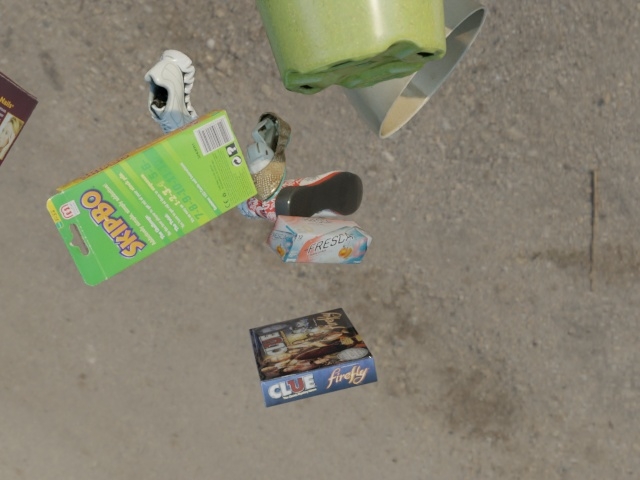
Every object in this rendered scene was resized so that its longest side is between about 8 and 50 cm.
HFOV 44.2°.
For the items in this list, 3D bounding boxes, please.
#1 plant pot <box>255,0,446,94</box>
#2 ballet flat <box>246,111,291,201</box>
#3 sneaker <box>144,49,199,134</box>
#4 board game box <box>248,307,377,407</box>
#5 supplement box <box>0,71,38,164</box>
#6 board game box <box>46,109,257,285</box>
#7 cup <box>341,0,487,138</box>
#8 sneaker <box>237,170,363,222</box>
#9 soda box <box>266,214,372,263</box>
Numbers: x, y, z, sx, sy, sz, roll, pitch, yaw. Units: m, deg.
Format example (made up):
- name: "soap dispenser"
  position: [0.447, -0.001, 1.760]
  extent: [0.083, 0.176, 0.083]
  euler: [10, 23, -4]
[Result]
- name: "plant pot"
  position: [0.025, -0.302, 0.851]
  extent: [0.276, 0.276, 0.253]
  euler: [-12, 90, 28]
- name: "ballet flat"
  position: [-0.093, -0.145, 1.298]
  extent: [0.073, 0.206, 0.067]
  euler: [-28, 122, 22]
- name: "sneaker"
  position: [-0.355, -0.300, 1.878]
  extent: [0.110, 0.118, 0.292]
  euler: [13, 132, 22]
- name: "board game box"
  position: [-0.020, 0.174, 1.219]
  extent: [0.165, 0.243, 0.042]
  euler: [-13, 103, -7]
- name: "supplement box"
  position: [-0.348, -0.078, 0.691]
  extent: [0.081, 0.188, 0.104]
  euler: [28, 175, 13]
- name: "board game box"
  position: [-0.209, -0.057, 0.997]
  extent: [0.039, 0.259, 0.124]
  euler: [12, 129, 51]
- name: "cup"
  position: [0.142, -0.409, 1.608]
  extent: [0.237, 0.331, 0.331]
  euler: [42, 136, 9]
- name: "sneaker"
  position: [-0.040, -0.088, 1.500]
  extent: [0.145, 0.270, 0.090]
  euler: [9, 105, 33]
- name: "soda box"
  position: [0.000, 0.000, 1.352]
  extent: [0.183, 0.063, 0.058]
  euler: [2, 122, -44]
